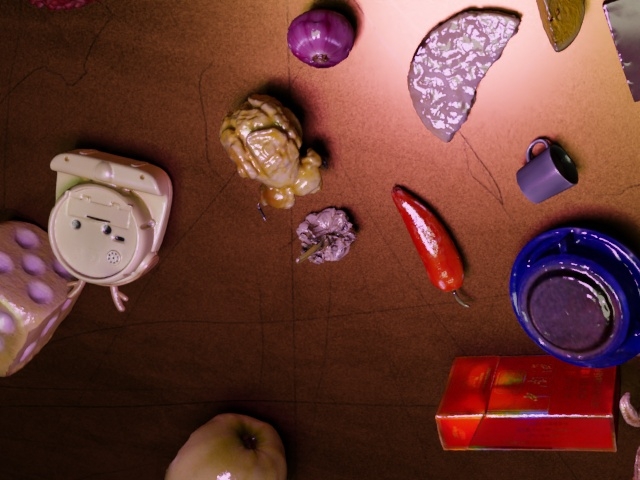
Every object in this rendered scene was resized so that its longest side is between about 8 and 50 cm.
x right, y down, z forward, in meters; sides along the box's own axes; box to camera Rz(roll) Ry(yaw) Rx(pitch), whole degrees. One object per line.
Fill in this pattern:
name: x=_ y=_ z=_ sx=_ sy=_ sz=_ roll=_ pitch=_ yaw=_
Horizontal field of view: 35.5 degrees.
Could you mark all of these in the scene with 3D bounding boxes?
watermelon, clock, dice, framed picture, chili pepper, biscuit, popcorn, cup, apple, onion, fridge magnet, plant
watermelon: x=0.363 y=-0.386 z=1.520 sx=0.075 sy=0.092 sz=0.182 roll=-17 pitch=104 yaw=12
clock: x=-0.423 y=-0.014 z=1.951 sx=0.235 sy=0.096 sz=0.308 roll=13 pitch=104 yaw=10
dice: x=-0.650 y=0.118 z=2.071 sx=0.226 sy=0.233 sz=0.238 roll=38 pitch=123 yaw=-4
framed picture: x=0.524 y=-0.310 z=1.545 sx=0.127 sy=0.023 sz=0.168 roll=-15 pitch=113 yaw=27
chili pepper: x=0.208 y=0.015 z=1.822 sx=0.071 sy=0.063 sz=0.272 roll=-26 pitch=106 yaw=16
biscuit: x=0.218 y=-0.288 z=1.657 sx=0.133 sy=0.032 sz=0.250 roll=29 pitch=124 yaw=1
popcorn: x=-0.093 y=-0.156 z=1.778 sx=0.168 sy=0.173 sz=0.195 roll=28 pitch=164 yaw=46
cup: x=0.375 y=-0.119 z=1.683 sx=0.077 sy=0.078 sz=0.100 roll=-34 pitch=70 yaw=36
apple: x=-0.198 y=0.509 z=2.120 sx=0.279 sy=0.279 sz=0.279 roll=9 pitch=121 yaw=14
onion: x=0.000 y=-0.342 z=1.671 sx=0.115 sy=0.104 sz=0.115 roll=-7 pitch=157 yaw=-3
fridge magnet: x=0.448 y=0.103 z=1.726 sx=0.265 sy=0.112 sz=0.266 roll=16 pitch=119 yaw=31
plant: x=0.000 y=0.000 z=1.851 sx=0.104 sy=0.122 sz=0.116 roll=52 pitch=129 yaw=0

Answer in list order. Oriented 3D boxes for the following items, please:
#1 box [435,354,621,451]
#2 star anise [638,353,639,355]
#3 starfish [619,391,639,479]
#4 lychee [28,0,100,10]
box: x=0.385 y=0.294 z=1.835 sx=0.313 sy=0.197 sz=0.089 roll=-5 pitch=116 yaw=21
star anise: x=0.668 y=0.107 z=1.674 sx=0.292 sy=0.109 sz=0.350 roll=8 pitch=106 yaw=21
starfish: x=0.654 y=0.352 z=1.807 sx=0.375 sy=0.094 sz=0.327 roll=22 pitch=99 yaw=-31
lychee: x=-0.425 y=-0.516 z=1.587 sx=0.306 sy=0.330 sz=0.306 roll=-5 pitch=113 yaw=-13
